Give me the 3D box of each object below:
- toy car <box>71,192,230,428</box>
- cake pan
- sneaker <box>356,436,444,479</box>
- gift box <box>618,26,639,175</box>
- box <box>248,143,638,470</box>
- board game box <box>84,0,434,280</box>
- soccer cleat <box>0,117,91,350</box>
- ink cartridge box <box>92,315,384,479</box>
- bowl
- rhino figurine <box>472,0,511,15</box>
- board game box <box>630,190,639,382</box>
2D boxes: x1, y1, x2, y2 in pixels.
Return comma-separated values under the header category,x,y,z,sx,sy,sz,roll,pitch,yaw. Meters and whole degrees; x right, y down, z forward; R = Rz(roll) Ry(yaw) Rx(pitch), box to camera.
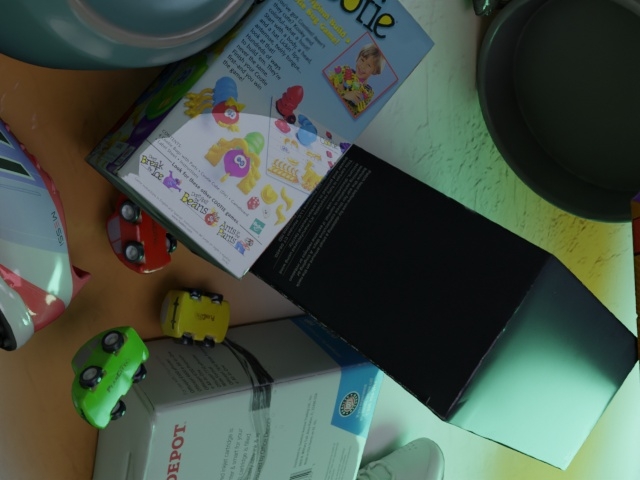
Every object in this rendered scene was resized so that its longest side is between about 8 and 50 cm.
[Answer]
category,x,y,z,sx,sy,sz,roll,pitch,yaw
toy car,-0.189,0.082,0.887,0.225,0.053,0.239,-62,145,-36
cake pan,0.311,-0.160,1.018,0.054,0.293,0.293,-34,134,-32
sneaker,0.061,0.390,1.301,0.297,0.111,0.129,-38,128,-14
gift box,0.450,-0.223,1.084,0.276,0.255,0.258,-26,137,-26
box,0.142,0.071,0.982,0.179,0.312,0.343,-56,142,2
board game box,-0.057,-0.125,0.800,0.144,0.142,0.275,44,80,-25
soccer cleat,-0.287,-0.052,0.761,0.116,0.109,0.318,-41,137,-37
ink cartridge box,-0.097,0.225,1.052,0.307,0.129,0.223,-6,121,-35
bowl,-0.151,-0.259,0.679,0.311,0.163,0.311,-19,126,-28
rhino figurine,0.156,-0.316,0.944,0.106,0.073,0.243,-51,139,7
board game box,0.572,0.034,0.894,0.356,0.356,0.356,-43,136,-21
